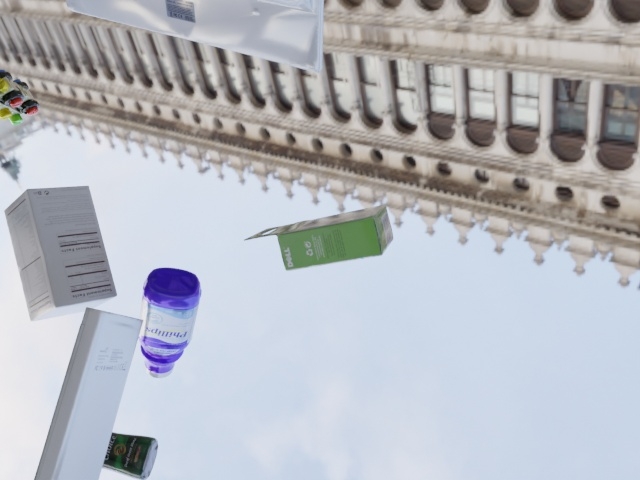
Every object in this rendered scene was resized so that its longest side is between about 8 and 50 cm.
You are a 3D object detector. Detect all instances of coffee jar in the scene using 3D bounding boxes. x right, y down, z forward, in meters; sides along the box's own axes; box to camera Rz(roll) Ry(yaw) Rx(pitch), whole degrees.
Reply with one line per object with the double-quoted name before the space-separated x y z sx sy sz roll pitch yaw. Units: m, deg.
"coffee jar" -0.471 0.480 1.512 0.184 0.079 0.096 9 -114 6

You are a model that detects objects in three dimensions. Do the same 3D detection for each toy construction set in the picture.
"toy construction set" -0.832 -0.332 1.634 0.215 0.151 0.327 -31 -164 -3

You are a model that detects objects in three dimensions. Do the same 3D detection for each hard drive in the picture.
"hard drive" -0.398 0.278 1.159 0.040 0.203 0.307 13 -100 7

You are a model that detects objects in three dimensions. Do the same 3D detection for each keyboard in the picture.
"keyboard" -0.112 -0.195 0.529 0.256 0.072 0.014 19 -132 20

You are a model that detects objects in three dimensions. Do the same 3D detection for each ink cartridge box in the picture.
"ink cartridge box" 0.000 0.000 1.032 0.209 0.062 0.109 -10 -171 17

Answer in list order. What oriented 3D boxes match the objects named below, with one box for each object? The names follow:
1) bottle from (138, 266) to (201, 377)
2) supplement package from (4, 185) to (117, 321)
"bottle" -0.328 0.183 1.408 0.118 0.282 0.092 10 -140 -13
"supplement package" -0.536 0.026 1.367 0.134 0.244 0.139 -9 170 -46
